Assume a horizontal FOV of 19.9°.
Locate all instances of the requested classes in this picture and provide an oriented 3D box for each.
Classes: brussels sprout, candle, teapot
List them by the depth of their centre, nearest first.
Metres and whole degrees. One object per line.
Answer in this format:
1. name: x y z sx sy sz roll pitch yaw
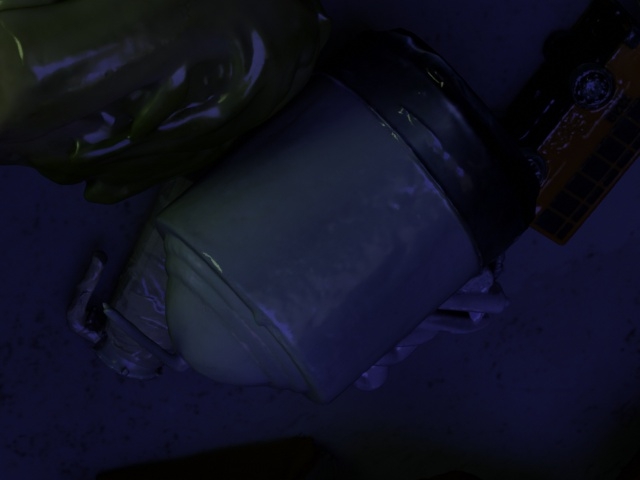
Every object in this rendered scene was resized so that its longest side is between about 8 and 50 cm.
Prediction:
1. brussels sprout: -0.151 -0.159 1.394 0.328 0.247 0.328 -28 159 -12
2. candle: 0.000 0.000 1.481 0.342 0.221 0.221 -42 117 -8
3. teapot: -0.149 0.022 1.608 0.107 0.077 0.200 21 110 -16

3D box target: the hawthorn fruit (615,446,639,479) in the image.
1. hawthorn fruit: 0.396 0.277 1.739 0.284 0.284 0.284 -4 116 -9

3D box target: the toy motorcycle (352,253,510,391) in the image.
1. toy motorcycle: 0.043 0.070 1.662 0.260 0.110 0.171 -12 134 -13

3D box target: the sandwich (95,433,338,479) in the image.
1. sandwich: -0.117 0.289 1.733 0.198 0.227 0.155 8 122 25

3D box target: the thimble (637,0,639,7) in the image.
1. thimble: 0.322 -0.207 1.574 0.110 0.084 0.062 33 141 -22

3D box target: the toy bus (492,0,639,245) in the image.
1. toy bus: 0.232 -0.105 1.606 0.114 0.098 0.201 31 108 -25

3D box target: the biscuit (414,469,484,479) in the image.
1. biscuit: 0.067 0.409 1.705 0.342 0.166 0.395 -7 127 -57
